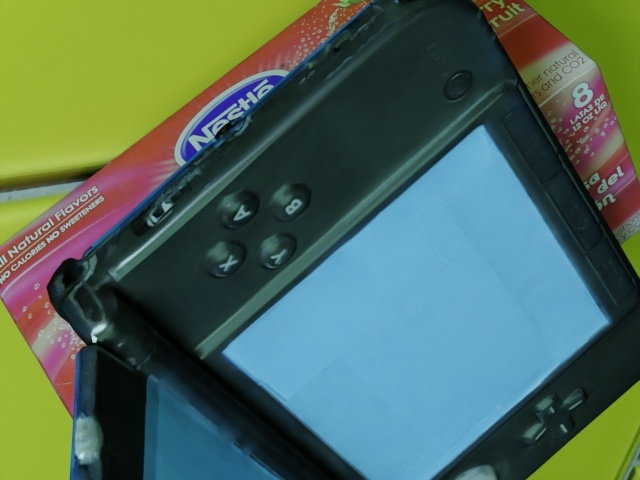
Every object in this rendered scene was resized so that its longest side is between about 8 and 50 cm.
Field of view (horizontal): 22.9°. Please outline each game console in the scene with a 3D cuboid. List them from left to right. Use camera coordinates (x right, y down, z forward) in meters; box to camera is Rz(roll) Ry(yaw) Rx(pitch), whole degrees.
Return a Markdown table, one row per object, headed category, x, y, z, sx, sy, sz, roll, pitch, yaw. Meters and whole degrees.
| category | x | y | z | sx | sy | sz | roll | pitch | yaw |
| --- | --- | --- | --- | --- | --- | --- | --- | --- | --- |
| game console | 0.043 | 0.099 | 0.585 | 0.250 | 0.173 | 0.293 | -41 | 141 | 1 |

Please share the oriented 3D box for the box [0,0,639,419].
| category | x | y | z | sx | sy | sz | roll | pitch | yaw |
| --- | --- | --- | --- | --- | --- | --- | --- | --- | --- |
| box | 0.000 | 0.000 | 0.697 | 0.257 | 0.128 | 0.123 | -37 | 140 | -3 |
